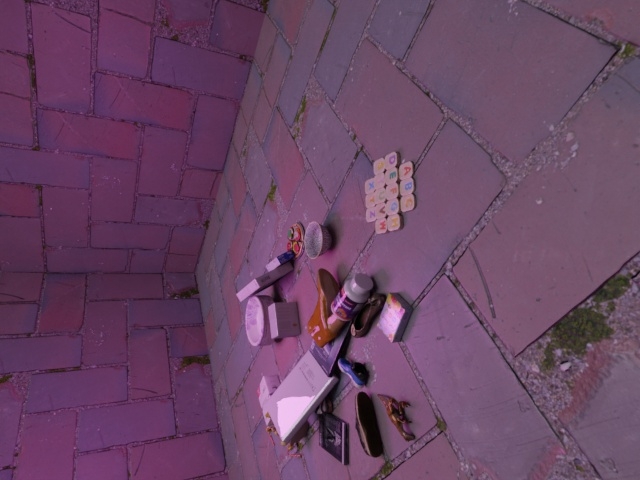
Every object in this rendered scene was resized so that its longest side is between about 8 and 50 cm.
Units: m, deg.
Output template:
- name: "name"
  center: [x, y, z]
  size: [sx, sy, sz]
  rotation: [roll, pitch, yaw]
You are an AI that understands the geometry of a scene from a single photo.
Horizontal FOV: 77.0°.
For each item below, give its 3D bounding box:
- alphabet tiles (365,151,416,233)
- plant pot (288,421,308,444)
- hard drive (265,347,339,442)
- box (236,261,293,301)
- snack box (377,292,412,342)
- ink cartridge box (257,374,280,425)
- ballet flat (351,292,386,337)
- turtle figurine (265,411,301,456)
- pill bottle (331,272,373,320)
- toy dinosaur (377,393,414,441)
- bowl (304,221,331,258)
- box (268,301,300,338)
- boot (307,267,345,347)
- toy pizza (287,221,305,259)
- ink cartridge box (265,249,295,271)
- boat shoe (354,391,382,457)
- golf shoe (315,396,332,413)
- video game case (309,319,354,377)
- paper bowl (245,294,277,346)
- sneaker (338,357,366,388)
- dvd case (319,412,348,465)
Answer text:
- name: "alphabet tiles"
  center: [0.243, -0.170, 1.465]
  size: [0.278, 0.021, 0.283]
  rotation: [-14, 75, 60]
- name: "plant pot"
  center: [-0.119, 0.902, 1.950]
  size: [0.109, 0.096, 0.108]
  rotation: [32, 116, 59]
- name: "hard drive"
  center: [-0.089, 0.677, 1.794]
  size: [0.353, 0.047, 0.233]
  rotation: [-51, 35, 1]
- name: "box"
  center: [-0.310, 0.231, 2.219]
  size: [0.058, 0.232, 0.322]
  rotation: [61, 145, 5]
- name: "snack box"
  center: [0.254, 0.265, 1.388]
  size: [0.100, 0.037, 0.141]
  rotation: [50, 130, 52]
- name: "ink cartridge box"
  center: [-0.268, 0.883, 2.228]
  size: [0.217, 0.092, 0.158]
  rotation: [61, 138, 47]
- name: "ballet flat"
  center: [0.168, 0.286, 1.522]
  size: [0.249, 0.058, 0.084]
  rotation: [-61, 38, 39]
- name: "turtle figurine"
  center: [-0.194, 0.981, 2.069]
  size: [0.270, 0.087, 0.217]
  rotation: [7, 118, 49]
- name: "pill bottle"
  center: [0.125, 0.216, 1.554]
  size: [0.193, 0.108, 0.108]
  rotation: [-61, 38, 39]
- name: "toy dinosaur"
  center: [0.241, 0.574, 1.360]
  size: [0.211, 0.064, 0.112]
  rotation: [54, 135, 49]
- name: "bowl"
  center: [0.000, 0.000, 1.829]
  size: [0.170, 0.080, 0.170]
  rotation: [-9, 80, 61]
- name: "box"
  center: [-0.189, 0.413, 2.084]
  size: [0.091, 0.130, 0.170]
  rotation: [-38, 55, 53]
- name: "boot"
  center: [0.000, 0.289, 1.723]
  size: [0.211, 0.104, 0.295]
  rotation: [-51, 44, 35]
- name: "toy pizza"
  center: [-0.138, 0.001, 2.128]
  size: [0.201, 0.032, 0.201]
  rotation: [-9, 80, 61]
- name: "ink cartridge box"
  center: [-0.219, 0.113, 2.173]
  size: [0.046, 0.097, 0.207]
  rotation: [60, 151, 3]
- name: "boat shoe"
  center: [0.160, 0.677, 1.481]
  size: [0.073, 0.080, 0.223]
  rotation: [-40, 58, 47]
- name: "golf shoe"
  center: [-0.018, 0.690, 1.797]
  size: [0.186, 0.086, 0.067]
  rotation: [50, 133, 53]
- name: "video game case"
  center: [0.044, 0.413, 1.730]
  size: [0.196, 0.026, 0.274]
  rotation: [39, 113, 56]
- name: "paper bowl"
  center: [-0.315, 0.453, 2.293]
  size: [0.284, 0.148, 0.284]
  rotation: [-11, 77, 61]
- name: "sneaker"
  center: [0.127, 0.495, 1.575]
  size: [0.152, 0.058, 0.084]
  rotation: [45, 132, 48]
- name: "dvd case"
  center: [0.054, 0.834, 1.724]
  size: [0.221, 0.018, 0.164]
  rotation: [-9, 78, 61]
